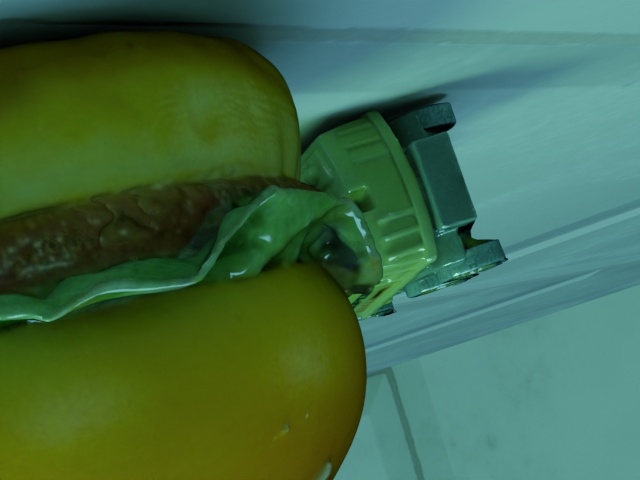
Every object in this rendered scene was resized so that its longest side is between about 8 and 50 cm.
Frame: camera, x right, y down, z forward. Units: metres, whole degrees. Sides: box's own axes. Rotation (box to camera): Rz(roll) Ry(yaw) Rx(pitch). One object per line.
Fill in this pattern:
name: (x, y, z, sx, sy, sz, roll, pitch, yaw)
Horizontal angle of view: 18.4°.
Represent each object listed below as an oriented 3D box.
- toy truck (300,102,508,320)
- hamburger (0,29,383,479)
toy truck: (0.000, 0.000, 0.837, 0.100, 0.077, 0.169, -16, 175, -25)
hamburger: (-0.096, 0.046, 0.592, 0.246, 0.170, 0.246, -16, 176, -1)
